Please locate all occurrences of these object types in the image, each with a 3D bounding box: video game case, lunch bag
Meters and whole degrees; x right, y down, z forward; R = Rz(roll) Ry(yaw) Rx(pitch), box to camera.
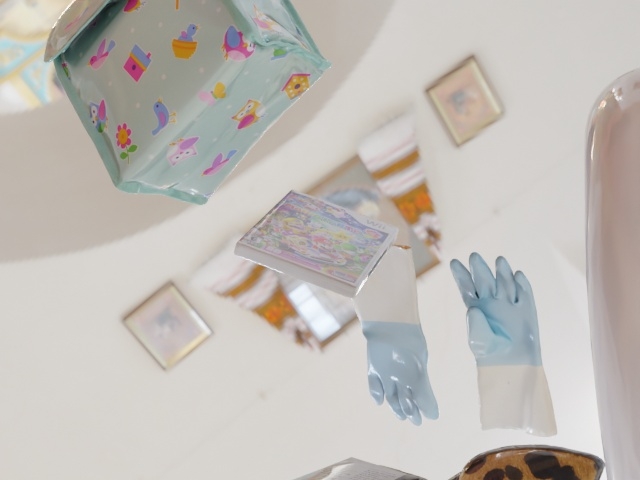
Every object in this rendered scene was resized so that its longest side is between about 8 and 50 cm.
[{"bbox_3d":[0.000,0.000,0.897,0.087,0.011,0.122,20,-156,10],"label":"video game case"},{"bbox_3d":[-0.150,-0.205,1.270,0.223,0.160,0.262,-44,-118,25],"label":"lunch bag"}]

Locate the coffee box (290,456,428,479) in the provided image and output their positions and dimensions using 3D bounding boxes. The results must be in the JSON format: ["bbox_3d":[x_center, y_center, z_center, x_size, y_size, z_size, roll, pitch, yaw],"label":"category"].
[{"bbox_3d":[-0.031,0.340,1.256,0.297,0.168,0.119,-14,-167,-40],"label":"coffee box"}]

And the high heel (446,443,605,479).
[{"bbox_3d":[0.120,0.245,0.677,0.186,0.261,0.093,-32,175,14],"label":"high heel"}]

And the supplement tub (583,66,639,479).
[{"bbox_3d":[0.272,0.032,0.467,0.325,0.235,0.235,-6,-136,17],"label":"supplement tub"}]

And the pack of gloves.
[{"bbox_3d":[0.121,0.111,1.274,0.195,0.232,0.046,-1,-147,23],"label":"pack of gloves"}]
